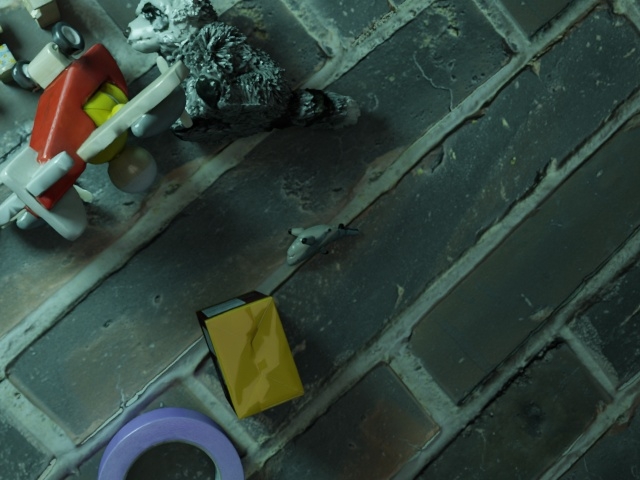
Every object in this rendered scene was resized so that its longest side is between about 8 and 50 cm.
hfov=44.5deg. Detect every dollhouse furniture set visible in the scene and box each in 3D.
[{"bbox_3d":[-0.595,-0.397,1.372,0.242,0.161,0.212,-32,99,-12],"label":"dollhouse furniture set"}]

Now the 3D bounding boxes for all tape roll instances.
[{"bbox_3d":[-0.288,0.466,1.506,0.275,0.090,0.274,0,90,-14],"label":"tape roll"}]

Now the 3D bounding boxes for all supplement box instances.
[{"bbox_3d":[-0.138,0.209,1.484,0.129,0.194,0.191,-19,96,-13],"label":"supplement box"}]

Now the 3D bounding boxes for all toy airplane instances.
[{"bbox_3d":[-0.391,-0.149,1.322,0.272,0.386,0.384,34,82,-39],"label":"toy airplane"}]

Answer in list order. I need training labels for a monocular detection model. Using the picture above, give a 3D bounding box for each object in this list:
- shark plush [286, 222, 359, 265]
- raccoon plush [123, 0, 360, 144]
[{"bbox_3d":[0.000,0.000,1.605,0.161,0.073,0.067,-22,117,-33],"label":"shark plush"},{"bbox_3d":[-0.157,-0.355,1.518,0.447,0.216,0.299,-1,76,-43],"label":"raccoon plush"}]
